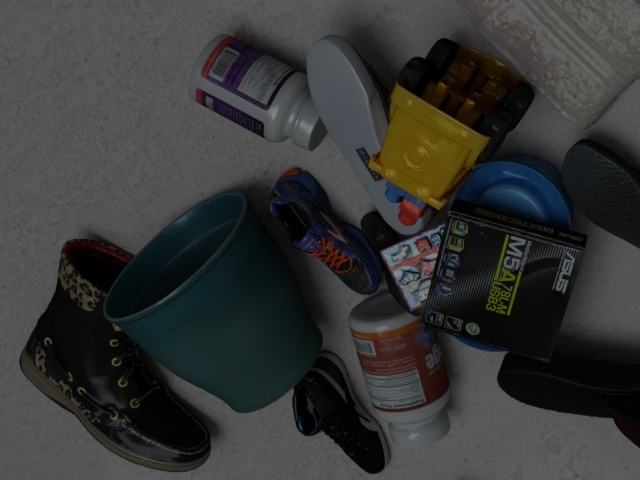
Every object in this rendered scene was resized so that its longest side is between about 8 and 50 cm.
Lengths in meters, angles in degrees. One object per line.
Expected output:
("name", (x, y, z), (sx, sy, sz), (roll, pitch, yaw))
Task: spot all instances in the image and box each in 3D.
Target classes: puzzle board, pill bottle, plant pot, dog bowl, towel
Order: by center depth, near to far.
("towel", (0.297, -0.294, 1.701), (0.282, 0.049, 0.187), (45, 128, 1))
("puzzle board", (0.156, 0.034, 1.862), (0.128, 0.011, 0.096), (-24, 98, 27))
("dog bowl", (0.253, 0.012, 1.867), (0.166, 0.074, 0.297), (24, 124, 16))
("pill bottle", (-0.079, -0.204, 1.917), (0.193, 0.108, 0.108), (29, 125, 13))
("pill bottle", (0.124, 0.191, 2.001), (0.121, 0.121, 0.216), (-4, 113, 31))
("plant pot", (-0.138, 0.109, 2.032), (0.271, 0.272, 0.255), (-25, 115, 36))

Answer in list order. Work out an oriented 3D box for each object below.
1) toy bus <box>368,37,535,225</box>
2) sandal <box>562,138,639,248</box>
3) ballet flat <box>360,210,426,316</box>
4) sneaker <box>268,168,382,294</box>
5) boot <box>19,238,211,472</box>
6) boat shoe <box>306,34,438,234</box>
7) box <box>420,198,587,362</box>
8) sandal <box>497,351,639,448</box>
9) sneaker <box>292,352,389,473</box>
("toy bus", (0.158, -0.129, 1.751), (0.149, 0.220, 0.211), (31, 124, 11))
("sandal", (0.418, -0.040, 1.770), (0.254, 0.054, 0.097), (39, 134, -6))
("ballet flat", (0.113, 0.030, 1.933), (0.057, 0.049, 0.173), (-37, 69, 28))
("sneaker", (0.000, 0.000, 1.991), (0.221, 0.087, 0.083), (46, 128, 1))
("boot", (-0.317, 0.189, 2.241), (0.377, 0.138, 0.284), (34, 126, 17))
("boat shoe", (0.087, -0.157, 1.853), (0.108, 0.102, 0.301), (-10, 116, 52))
("box", (0.242, 0.055, 1.807), (0.184, 0.045, 0.191), (18, 122, 10))
("sandal", (0.446, 0.240, 1.822), (0.445, 0.107, 0.167), (4, 151, 33))
("sneaker", (0.020, 0.294, 2.110), (0.079, 0.121, 0.217), (-21, 103, 36))
